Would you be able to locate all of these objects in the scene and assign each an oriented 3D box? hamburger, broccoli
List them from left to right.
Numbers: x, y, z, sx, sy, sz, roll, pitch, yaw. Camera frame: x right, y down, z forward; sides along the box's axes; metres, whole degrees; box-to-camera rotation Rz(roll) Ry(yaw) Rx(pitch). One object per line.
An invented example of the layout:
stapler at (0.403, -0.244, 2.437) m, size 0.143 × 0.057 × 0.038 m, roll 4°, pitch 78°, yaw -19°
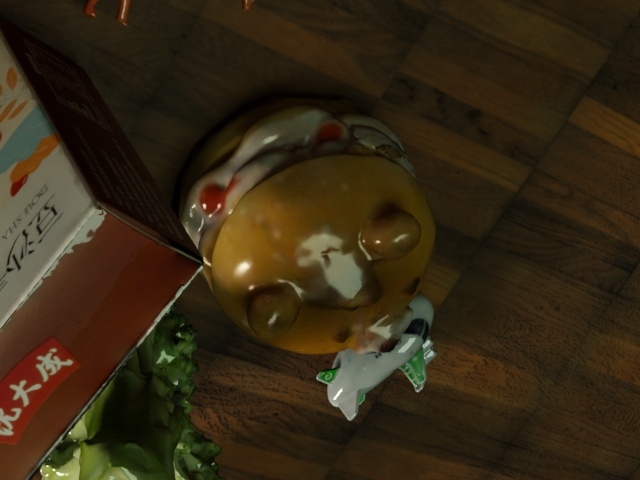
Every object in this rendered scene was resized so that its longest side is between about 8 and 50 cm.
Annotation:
broccoli at (-0.198, 0.205, 1.601) m, size 0.275 × 0.397 × 0.353 m, roll -38°, pitch 138°, yaw 2°
hamburger at (0.000, 0.000, 1.666) m, size 0.276 × 0.237 × 0.276 m, roll -13°, pitch 127°, yaw -17°

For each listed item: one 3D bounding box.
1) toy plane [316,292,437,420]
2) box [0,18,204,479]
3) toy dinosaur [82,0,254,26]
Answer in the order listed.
toy plane at (0.072, 0.133, 1.893) m, size 0.174 × 0.080 × 0.174 m, roll -14°, pitch 125°, yaw -21°
box at (-0.311, 0.027, 1.418) m, size 0.122 × 0.385 × 0.344 m, roll 32°, pitch 103°, yaw -37°
toy dinosaur at (-0.190, -0.257, 1.507) m, size 0.279 × 0.055 × 0.101 m, roll 22°, pitch 87°, yaw -34°
